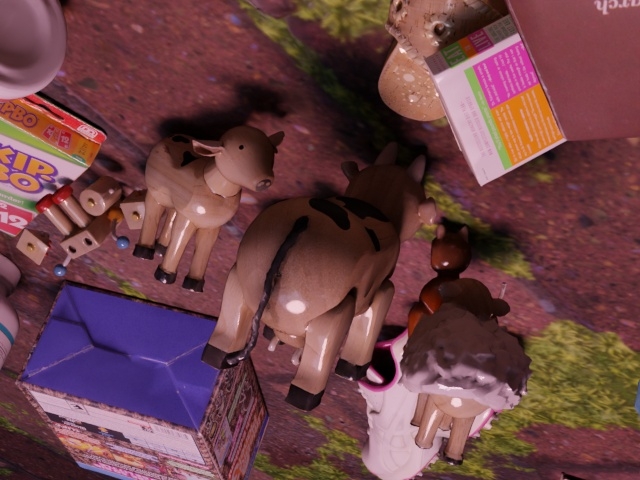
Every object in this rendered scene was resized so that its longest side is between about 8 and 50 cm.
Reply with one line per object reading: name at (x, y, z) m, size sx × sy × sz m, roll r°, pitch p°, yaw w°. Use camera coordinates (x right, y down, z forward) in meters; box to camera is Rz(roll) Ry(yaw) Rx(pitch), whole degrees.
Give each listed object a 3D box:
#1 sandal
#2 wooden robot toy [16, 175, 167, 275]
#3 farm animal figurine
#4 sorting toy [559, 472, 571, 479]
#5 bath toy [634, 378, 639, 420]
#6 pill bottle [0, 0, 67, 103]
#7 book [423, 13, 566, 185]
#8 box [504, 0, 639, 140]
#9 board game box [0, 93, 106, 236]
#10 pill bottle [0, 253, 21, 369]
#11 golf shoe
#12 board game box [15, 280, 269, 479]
sandal at (0.079, -0.127, 0.688) m, size 0.088 × 0.079 × 0.240 m, roll 20°, pitch 152°, yaw 0°
wooden robot toy at (-0.213, -0.030, 1.065) m, size 0.173 × 0.079 × 0.076 m, roll -21°, pitch 109°, yaw 34°
farm animal figurine at (0.000, 0.000, 0.857) m, size 0.330 × 0.172 × 0.327 m, roll 19°, pitch -167°, yaw 2°
sorting toy at (0.324, 0.336, 1.363) m, size 0.083 × 0.075 × 0.045 m, roll 16°, pitch 152°, yaw 7°
bath toy at (0.443, 0.224, 1.040) m, size 0.348 × 0.151 × 0.129 m, roll 30°, pitch -171°, yaw -25°
pill bottle at (-0.295, -0.148, 0.858) m, size 0.193 × 0.108 × 0.108 m, roll -6°, pitch 143°, yaw 39°
book at (0.142, -0.103, 0.661) m, size 0.144 × 0.035 × 0.096 m, roll -26°, pitch 139°, yaw 5°
box at (0.112, -0.223, 0.379) m, size 0.143 × 0.191 × 0.381 m, roll 2°, pitch 148°, yaw 30°
board game box at (-0.307, -0.078, 1.074) m, size 0.124 × 0.039 × 0.259 m, roll 30°, pitch 148°, yaw -21°
pill bottle at (-0.444, 0.133, 1.288) m, size 0.146 × 0.264 × 0.146 m, roll 15°, pitch 151°, yaw 8°
golf shoe at (0.095, 0.165, 1.190) m, size 0.140 × 0.115 × 0.306 m, roll 33°, pitch 145°, yaw -2°
board game box at (-0.208, 0.202, 1.390) m, size 0.232 × 0.141 × 0.291 m, roll 13°, pitch 152°, yaw 12°
